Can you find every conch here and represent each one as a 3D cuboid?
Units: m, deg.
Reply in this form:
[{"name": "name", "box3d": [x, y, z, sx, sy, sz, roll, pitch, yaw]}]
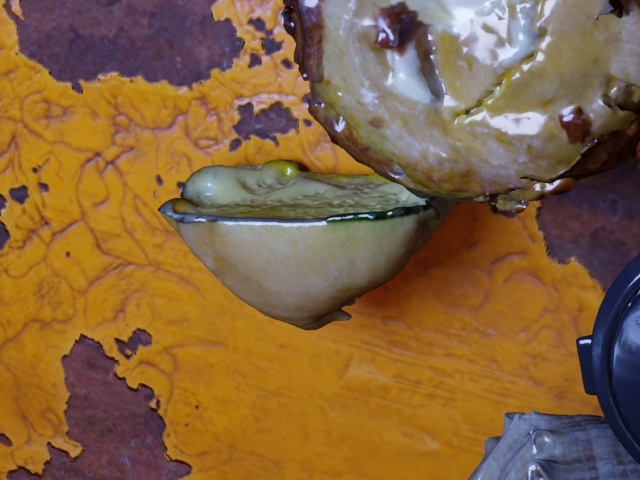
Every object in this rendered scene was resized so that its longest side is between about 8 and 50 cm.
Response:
[{"name": "conch", "box3d": [0.213, 0.240, 1.631, 0.297, 0.352, 0.210, 104, 151, -59]}]

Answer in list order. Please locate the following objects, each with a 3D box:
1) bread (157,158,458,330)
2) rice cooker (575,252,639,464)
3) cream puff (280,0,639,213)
[{"name": "bread", "box3d": [-0.005, 0.007, 1.661, 0.252, 0.174, 0.133, 1, 113, 19]}, {"name": "rice cooker", "box3d": [0.343, 0.079, 1.495, 0.281, 0.227, 0.241, -3, 108, 25]}, {"name": "cream puff", "box3d": [0.129, -0.194, 1.486, 0.350, 0.228, 0.350, 12, 125, 18]}]
